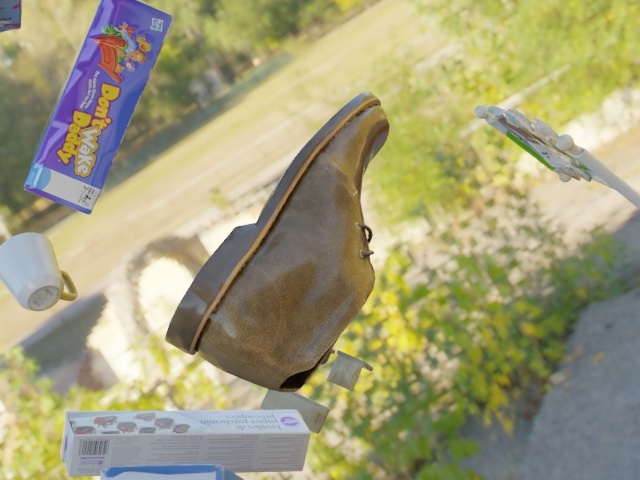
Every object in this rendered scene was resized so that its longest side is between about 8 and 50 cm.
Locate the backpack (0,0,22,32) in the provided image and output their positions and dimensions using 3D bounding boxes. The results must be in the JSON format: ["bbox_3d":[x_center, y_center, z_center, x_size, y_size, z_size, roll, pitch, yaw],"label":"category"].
[{"bbox_3d":[-0.462,-0.353,1.638,0.191,0.253,0.225,-20,-12,-19],"label":"backpack"}]

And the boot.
[{"bbox_3d":[0.000,0.000,1.085,0.305,0.115,0.112,-57,-6,-40],"label":"boot"}]

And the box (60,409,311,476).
[{"bbox_3d":[-0.175,0.264,1.791,0.324,0.067,0.063,2,23,-22],"label":"box"}]

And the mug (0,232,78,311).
[{"bbox_3d":[-0.274,0.034,1.339,0.078,0.064,0.062,-10,-45,-30],"label":"mug"}]

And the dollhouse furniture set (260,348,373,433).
[{"bbox_3d":[-0.005,0.266,2.489,0.151,0.144,0.123,-65,-12,-5],"label":"dollhouse furniture set"}]

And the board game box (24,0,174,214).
[{"bbox_3d":[-0.262,-0.178,1.611,0.233,0.078,0.347,-66,13,7],"label":"board game box"}]

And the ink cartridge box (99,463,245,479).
[{"bbox_3d":[-0.136,0.423,1.600,0.151,0.270,0.395,-1,-18,10],"label":"ink cartridge box"}]

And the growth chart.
[{"bbox_3d":[0.242,-0.086,1.378,0.021,0.172,0.237,-56,22,3],"label":"growth chart"}]
